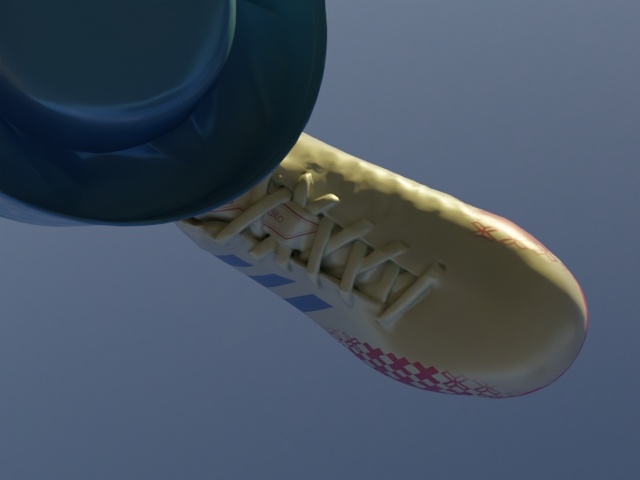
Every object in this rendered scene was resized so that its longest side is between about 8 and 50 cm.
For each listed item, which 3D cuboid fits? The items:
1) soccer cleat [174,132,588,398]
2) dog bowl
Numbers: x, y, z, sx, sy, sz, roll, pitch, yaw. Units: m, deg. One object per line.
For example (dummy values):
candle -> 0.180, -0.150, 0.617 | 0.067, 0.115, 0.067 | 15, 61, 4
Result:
soccer cleat -> 0.000, 0.000, 0.859 | 0.331, 0.143, 0.116 | 27, -87, 38
dog bowl -> -0.089, -0.141, 0.516 | 0.074, 0.166, 0.297 | -27, -118, 60
